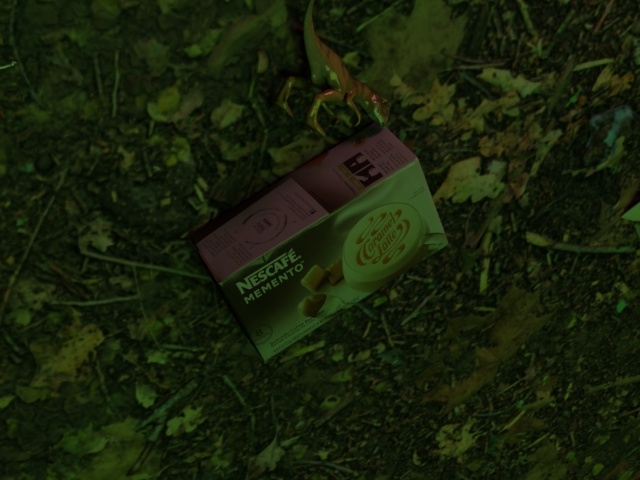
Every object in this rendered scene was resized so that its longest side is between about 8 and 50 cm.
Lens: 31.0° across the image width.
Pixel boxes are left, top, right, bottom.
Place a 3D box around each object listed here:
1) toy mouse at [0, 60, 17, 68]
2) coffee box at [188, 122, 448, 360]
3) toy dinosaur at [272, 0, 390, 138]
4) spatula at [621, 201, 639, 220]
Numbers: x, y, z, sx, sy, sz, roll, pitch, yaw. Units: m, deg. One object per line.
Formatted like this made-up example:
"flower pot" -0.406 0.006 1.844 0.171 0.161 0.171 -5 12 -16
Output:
"toy mouse" -0.343 -0.170 0.977 0.161 0.031 0.143 -14 128 -22
"coffee box" 0.000 0.000 1.257 0.246 0.098 0.141 -31 132 -8
"toy dinosaur" 0.001 -0.174 1.172 0.112 0.064 0.211 -55 143 -10
"spatula" 0.536 -0.080 1.515 0.168 0.019 0.242 19 135 -33
